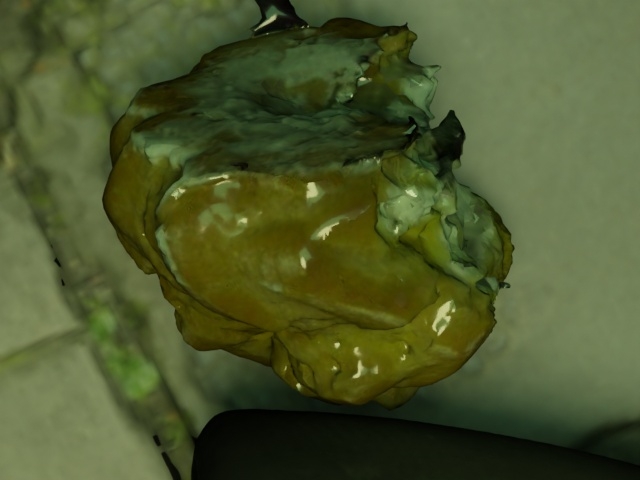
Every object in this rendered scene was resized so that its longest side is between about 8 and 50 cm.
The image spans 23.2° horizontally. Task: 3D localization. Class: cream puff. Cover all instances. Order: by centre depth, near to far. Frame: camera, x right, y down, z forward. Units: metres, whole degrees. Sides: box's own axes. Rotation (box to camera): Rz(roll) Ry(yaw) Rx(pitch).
[{"bbox_3d":[0.001,0.001,0.539,0.121,0.156,0.156,-22,90,8],"label":"cream puff"}]

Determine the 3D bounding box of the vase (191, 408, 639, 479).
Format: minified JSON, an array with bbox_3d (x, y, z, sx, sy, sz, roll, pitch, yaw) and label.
[{"bbox_3d":[0.118,0.143,0.531,0.321,0.173,0.173,0,90,-6],"label":"vase"}]
